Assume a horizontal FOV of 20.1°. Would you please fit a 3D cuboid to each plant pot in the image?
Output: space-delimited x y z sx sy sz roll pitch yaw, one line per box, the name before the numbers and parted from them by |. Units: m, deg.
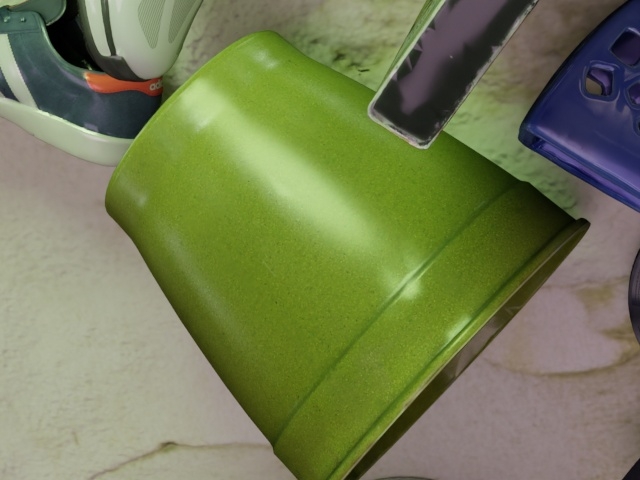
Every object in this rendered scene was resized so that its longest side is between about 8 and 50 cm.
plant pot | 0.323 -0.124 1.577 0.236 0.236 0.212 30 93 3
plant pot | 0.000 0.000 1.694 0.353 0.366 0.366 44 117 9

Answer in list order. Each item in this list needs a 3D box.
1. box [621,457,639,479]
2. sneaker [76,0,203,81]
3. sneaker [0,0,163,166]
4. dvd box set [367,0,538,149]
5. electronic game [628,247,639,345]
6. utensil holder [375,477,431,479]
box | 0.462 0.254 1.636 0.183 0.294 0.296 10 129 -28
sneaker | -0.050 -0.337 1.567 0.257 0.169 0.447 16 96 19
sneaker | -0.317 -0.201 1.804 0.350 0.131 0.148 19 109 1
dvd box set | 0.177 -0.272 1.457 0.062 0.420 0.307 34 117 -4
electronic game | 0.412 0.054 1.737 0.229 0.048 0.229 2 109 7
utensil holder | 0.058 0.464 1.825 0.328 0.385 0.327 6 114 13
